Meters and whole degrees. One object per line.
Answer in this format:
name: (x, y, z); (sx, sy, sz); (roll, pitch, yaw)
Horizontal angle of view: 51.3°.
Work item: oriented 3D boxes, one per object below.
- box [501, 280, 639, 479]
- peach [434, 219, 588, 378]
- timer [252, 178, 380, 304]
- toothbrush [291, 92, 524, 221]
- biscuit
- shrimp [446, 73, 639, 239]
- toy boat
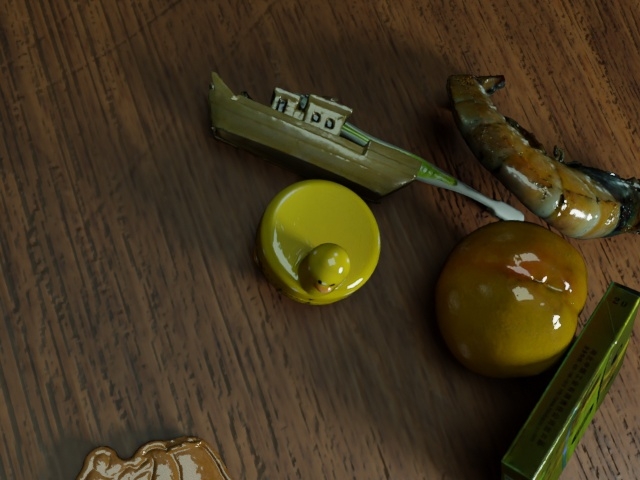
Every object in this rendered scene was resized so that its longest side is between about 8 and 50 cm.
box: (0.214, 0.142, 0.570); (0.030, 0.121, 0.193); (27, 62, 32)
peach: (0.163, 0.048, 0.578); (0.138, 0.138, 0.138); (5, 71, -15)
timer: (0.000, 0.000, 0.553); (0.107, 0.109, 0.107); (5, 70, -15)
toothbrush: (0.084, -0.078, 0.650); (0.262, 0.026, 0.022); (27, 83, -7)
biscuit: (-0.122, 0.199, 0.498); (0.130, 0.019, 0.102); (5, 72, -16)
shrimp: (0.230, -0.084, 0.660); (0.290, 0.054, 0.222); (8, 41, -38)
toy boat: (-0.008, -0.098, 0.604); (0.206, 0.064, 0.072); (23, 79, -6)
